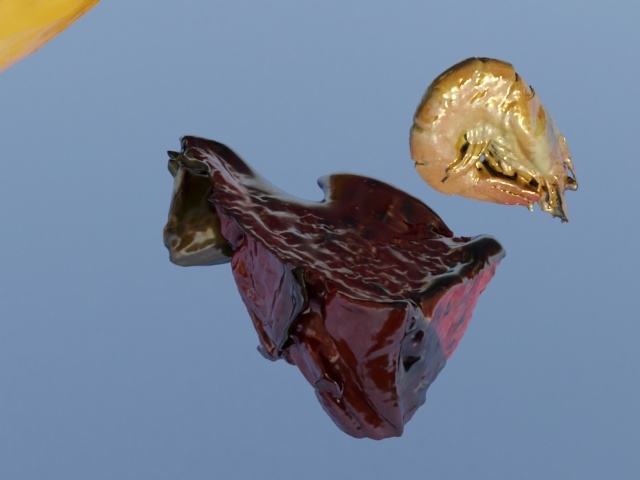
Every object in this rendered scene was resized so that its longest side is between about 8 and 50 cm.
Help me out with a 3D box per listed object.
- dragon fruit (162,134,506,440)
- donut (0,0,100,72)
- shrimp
[{"bbox_3d":[-0.009,-0.006,0.703,0.122,0.092,0.192,-48,-123,-3],"label":"dragon fruit"},{"bbox_3d":[-0.173,-0.189,0.414,0.449,0.198,0.449,-19,-130,24],"label":"donut"},{"bbox_3d":[0.146,-0.073,1.180,0.217,0.115,0.051,39,-165,-43],"label":"shrimp"}]
